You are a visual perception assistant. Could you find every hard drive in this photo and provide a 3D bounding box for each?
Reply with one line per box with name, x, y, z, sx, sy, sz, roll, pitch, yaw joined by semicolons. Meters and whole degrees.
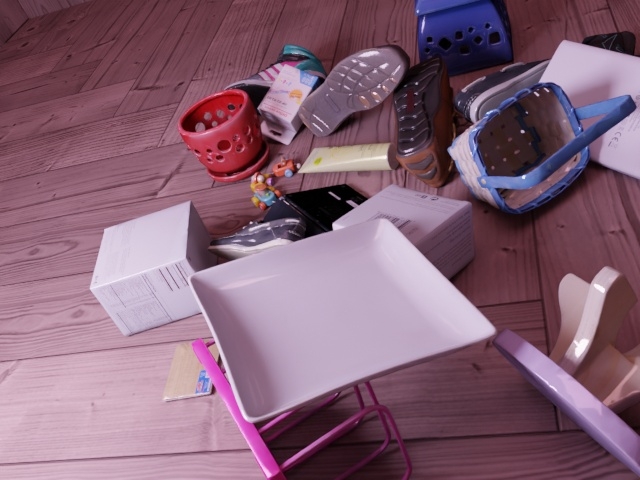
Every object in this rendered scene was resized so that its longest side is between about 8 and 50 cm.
hard drive;0.554;-0.258;1.372;0.318;0.040;0.210;36;101;48

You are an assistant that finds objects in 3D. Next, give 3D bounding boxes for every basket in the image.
basket;0.392;-0.171;1.281;0.254;0.201;0.289;-34;8;-12

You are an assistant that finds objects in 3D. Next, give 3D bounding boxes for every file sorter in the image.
file sorter;-0.024;0.248;1.028;0.182;0.202;0.290;-31;39;-12

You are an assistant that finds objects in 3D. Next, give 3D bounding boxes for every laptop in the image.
laptop;0.000;0.000;1.459;0.264;0.137;0.234;-13;32;-29

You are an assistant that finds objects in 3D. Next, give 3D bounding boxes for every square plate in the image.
square plate;0.013;0.101;1.010;0.344;0.049;0.347;-16;33;-15

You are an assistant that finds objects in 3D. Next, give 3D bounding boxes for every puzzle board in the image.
puzzle board;-0.233;0.237;1.301;0.096;0.011;0.128;-11;40;14

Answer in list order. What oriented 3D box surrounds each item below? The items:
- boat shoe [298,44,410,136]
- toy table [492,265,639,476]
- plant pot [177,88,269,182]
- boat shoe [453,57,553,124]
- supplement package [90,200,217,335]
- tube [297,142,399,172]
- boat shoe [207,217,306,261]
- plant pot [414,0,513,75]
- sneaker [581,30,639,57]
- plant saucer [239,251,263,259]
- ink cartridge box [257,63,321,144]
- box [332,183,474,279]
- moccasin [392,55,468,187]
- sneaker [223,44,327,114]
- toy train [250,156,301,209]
boat shoe;0.083;-0.373;1.674;0.355;0.132;0.130;-22;21;49
toy table;0.372;0.161;0.921;0.161;0.252;0.274;-46;49;-1
plant pot;-0.232;-0.250;1.740;0.191;0.174;0.191;-14;39;11
boat shoe;0.429;-0.337;1.529;0.302;0.114;0.091;-20;39;-20
supplement package;-0.332;0.056;1.451;0.203;0.149;0.194;-18;38;8
tube;0.063;-0.187;1.614;0.240;0.062;0.070;2;4;36
boat shoe;-0.128;0.001;1.420;0.233;0.084;0.079;-7;60;35
plant pot;0.354;-0.574;1.792;0.236;0.212;0.236;-9;40;17
sneaker;0.614;-0.368;1.498;0.106;0.101;0.267;10;36;9
plant saucer;-0.119;0.116;1.330;0.198;0.036;0.199;-13;57;20
ink cartridge box;-0.086;-0.347;1.806;0.104;0.061;0.181;25;77;19
box;0.151;0.001;1.266;0.181;0.119;0.182;19;40;40
moccasin;0.247;-0.270;1.565;0.139;0.147;0.380;-24;39;23
sneaker;-0.124;-0.456;1.964;0.295;0.124;0.178;-7;45;8
toy train;-0.109;-0.141;1.653;0.125;0.046;0.166;-15;38;11
